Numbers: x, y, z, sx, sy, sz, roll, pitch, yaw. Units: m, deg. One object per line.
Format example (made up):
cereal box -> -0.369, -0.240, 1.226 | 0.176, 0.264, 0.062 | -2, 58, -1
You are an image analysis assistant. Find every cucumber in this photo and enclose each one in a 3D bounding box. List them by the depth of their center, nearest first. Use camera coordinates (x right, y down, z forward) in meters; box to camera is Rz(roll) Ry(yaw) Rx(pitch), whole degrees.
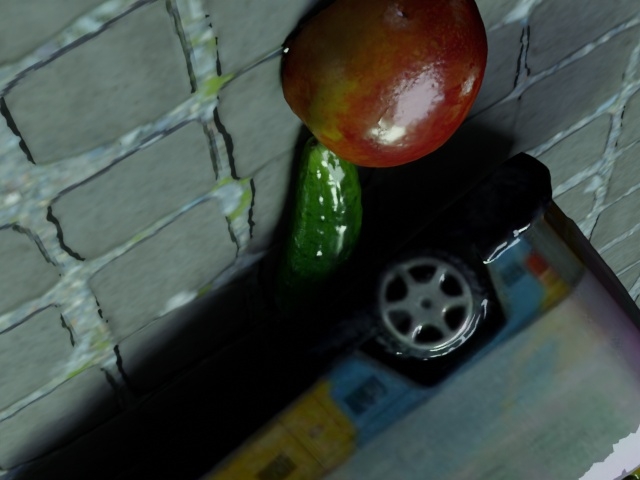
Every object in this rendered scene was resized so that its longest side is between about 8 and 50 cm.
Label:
cucumber -> 0.000, 0.000, 0.731 | 0.039, 0.039, 0.168 | -27, 154, -23

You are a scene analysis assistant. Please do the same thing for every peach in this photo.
peach -> 0.036, -0.068, 0.616 | 0.098, 0.061, 0.098 | -24, 155, -12

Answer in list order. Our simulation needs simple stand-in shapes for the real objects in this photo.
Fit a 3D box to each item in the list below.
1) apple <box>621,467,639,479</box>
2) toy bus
apple -> 0.281, 0.207, 1.388 | 0.195, 0.160, 0.173 | -60, 167, 14
toy bus -> 0.012, 0.136, 0.803 | 0.386, 0.162, 0.171 | -40, 177, 12
